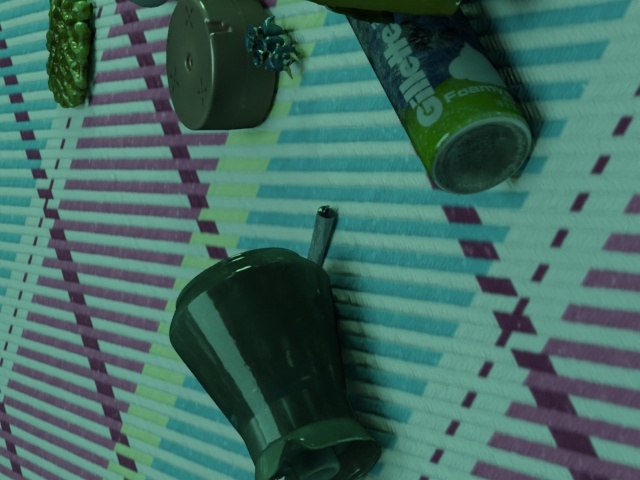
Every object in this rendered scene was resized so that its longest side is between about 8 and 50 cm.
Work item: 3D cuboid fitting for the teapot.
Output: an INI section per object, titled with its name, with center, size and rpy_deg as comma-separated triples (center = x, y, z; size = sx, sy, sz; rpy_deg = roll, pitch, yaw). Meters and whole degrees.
[teapot]
center = -0.038, 0.143, 1.816
size = 0.203, 0.171, 0.225
rpy_deg = 68, 179, -63

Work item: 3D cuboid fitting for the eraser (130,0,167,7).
[eraser]
center = -0.213, -0.387, 2.140
size = 0.081, 0.174, 0.227
rpy_deg = -57, 5, -36

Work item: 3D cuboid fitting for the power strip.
[power strip]
center = -0.111, -0.194, 2.017
size = 0.154, 0.078, 0.154
rpy_deg = 175, 90, -66

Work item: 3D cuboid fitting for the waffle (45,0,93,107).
[waffle]
center = -0.357, -0.277, 2.585
size = 0.169, 0.036, 0.183
rpy_deg = -156, 68, -64

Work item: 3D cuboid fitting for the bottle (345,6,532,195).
[bottle]
center = 0.079, -0.183, 1.599
size = 0.093, 0.093, 0.330
rpy_deg = 112, 146, -40

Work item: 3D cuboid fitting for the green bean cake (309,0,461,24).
[green bean cake]
center = 0.085, -0.358, 1.483
size = 0.285, 0.202, 0.310
rpy_deg = -99, 24, -43

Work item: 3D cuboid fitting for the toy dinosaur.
[toy dinosaur]
center = -0.049, -0.204, 1.923
size = 0.083, 0.047, 0.030
rpy_deg = 61, 143, 38

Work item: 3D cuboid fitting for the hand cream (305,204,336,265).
[hand cream]
center = 0.000, 0.000, 1.874
size = 0.093, 0.019, 0.030
rpy_deg = 104, 149, -44
